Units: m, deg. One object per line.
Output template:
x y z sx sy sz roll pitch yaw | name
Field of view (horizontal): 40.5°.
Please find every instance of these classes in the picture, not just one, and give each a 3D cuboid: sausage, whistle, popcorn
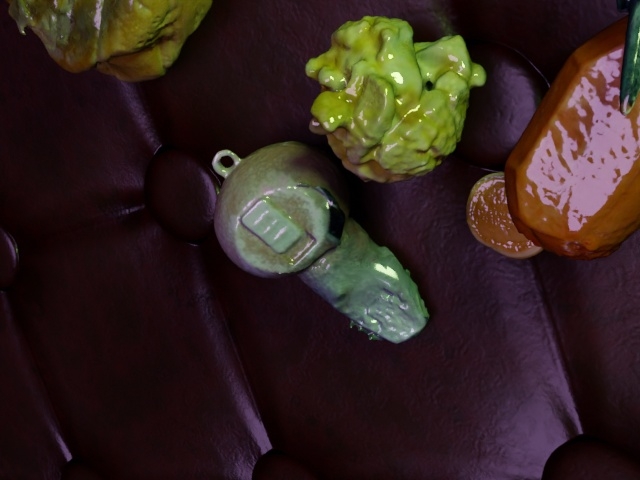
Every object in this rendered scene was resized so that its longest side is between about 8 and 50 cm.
0.288 -0.102 0.868 0.153 0.141 0.268 34 122 18 | sausage
0.000 0.000 1.112 0.348 0.189 0.189 42 128 -14 | whistle
0.071 -0.155 0.967 0.187 0.185 0.167 30 150 -13 | popcorn

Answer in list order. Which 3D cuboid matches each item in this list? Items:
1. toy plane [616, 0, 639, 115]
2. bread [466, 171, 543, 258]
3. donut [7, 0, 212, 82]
0.290 -0.267 0.739 0.223 0.104 0.326 10 76 30 | toy plane
0.222 -0.029 1.013 0.110 0.024 0.110 13 115 30 | bread
-0.277 -0.381 1.119 0.360 0.170 0.360 11 109 34 | donut
